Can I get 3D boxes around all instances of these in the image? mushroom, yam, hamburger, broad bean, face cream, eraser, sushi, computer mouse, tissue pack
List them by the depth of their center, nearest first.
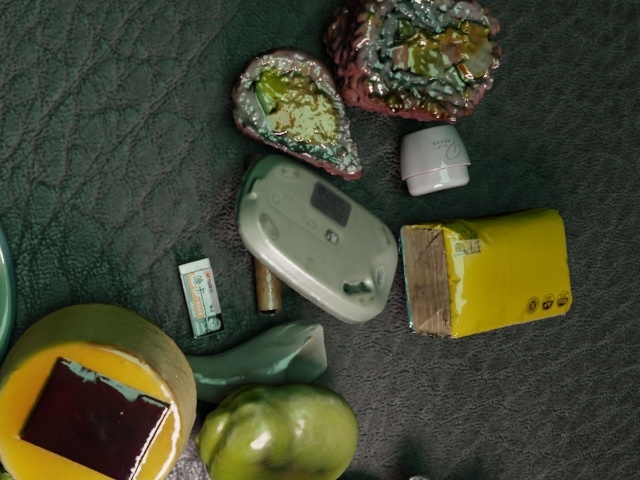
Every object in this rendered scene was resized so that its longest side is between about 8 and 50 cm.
[{"bbox_3d":[-0.321,0.234,1.208,0.300,0.176,0.300,-1,102,-4],"label":"hamburger"},{"bbox_3d":[-0.061,0.308,1.302,0.238,0.119,0.291,-35,138,5],"label":"broad bean"},{"bbox_3d":[-0.124,0.201,1.337,0.270,0.103,0.118,-12,97,-14],"label":"mushroom"},{"bbox_3d":[-0.021,-0.206,1.341,0.241,0.107,0.161,22,87,-6],"label":"sushi"},{"bbox_3d":[-0.188,0.090,1.342,0.052,0.029,0.122,-15,97,-19],"label":"eraser"},{"bbox_3d":[-0.005,0.001,1.354,0.331,0.095,0.197,37,54,-28],"label":"computer mouse"},{"bbox_3d":[-0.090,-0.010,1.365,0.046,0.046,0.264,-5,95,-20],"label":"yam"},{"bbox_3d":[0.147,-0.307,1.375,0.270,0.171,0.237,6,90,-23],"label":"sushi"},{"bbox_3d":[0.189,-0.132,1.426,0.117,0.117,0.104,-12,90,-19],"label":"face cream"},{"bbox_3d":[0.282,0.051,1.438,0.270,0.134,0.192,-8,95,-32],"label":"tissue pack"}]

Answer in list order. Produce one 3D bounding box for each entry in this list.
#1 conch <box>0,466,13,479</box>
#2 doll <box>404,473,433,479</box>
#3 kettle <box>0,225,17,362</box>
[{"bbox_3d":[-0.447,0.370,1.235,0.089,0.074,0.121,20,81,-9],"label":"conch"},{"bbox_3d":[0.156,0.509,1.449,0.340,0.158,0.246,14,93,8],"label":"doll"},{"bbox_3d":[-0.544,0.076,1.121,0.319,0.247,0.342,-7,104,-46],"label":"kettle"}]
